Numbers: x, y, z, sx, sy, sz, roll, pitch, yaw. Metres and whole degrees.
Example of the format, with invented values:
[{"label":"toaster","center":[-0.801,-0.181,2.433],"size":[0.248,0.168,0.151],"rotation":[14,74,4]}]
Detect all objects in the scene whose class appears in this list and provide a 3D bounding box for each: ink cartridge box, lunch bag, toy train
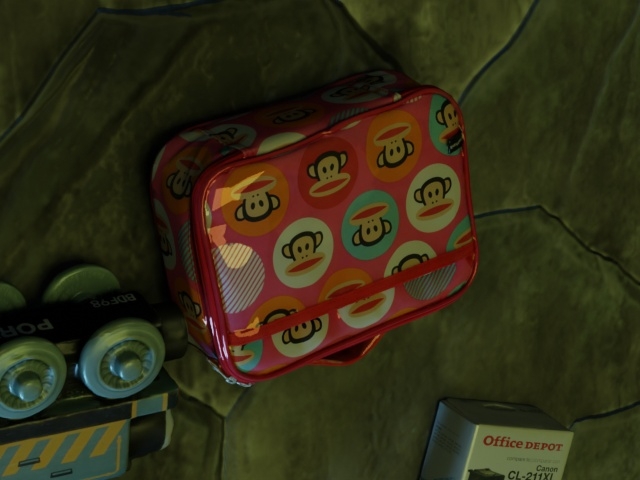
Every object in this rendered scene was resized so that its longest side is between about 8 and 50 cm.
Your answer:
[{"label":"ink cartridge box","center":[0.168,0.257,1.838],"size":[0.127,0.072,0.175],"rotation":[7,103,-30]},{"label":"lunch bag","center":[0.000,0.000,1.639],"size":[0.293,0.120,0.258],"rotation":[-21,118,-26]},{"label":"toy train","center":[-0.270,0.139,1.538],"size":[0.334,0.142,0.190],"rotation":[-11,124,-28]}]
